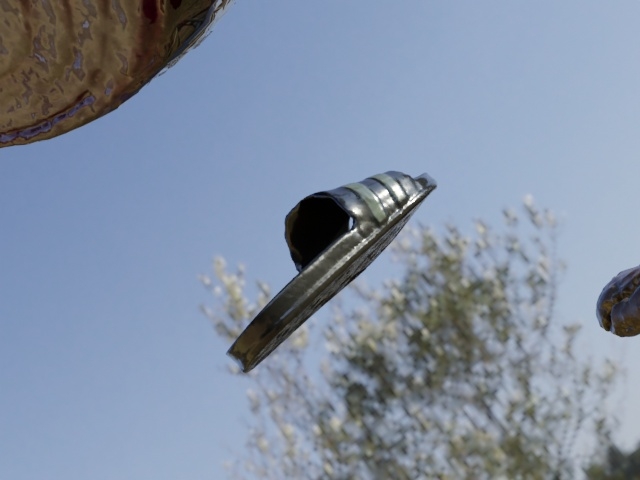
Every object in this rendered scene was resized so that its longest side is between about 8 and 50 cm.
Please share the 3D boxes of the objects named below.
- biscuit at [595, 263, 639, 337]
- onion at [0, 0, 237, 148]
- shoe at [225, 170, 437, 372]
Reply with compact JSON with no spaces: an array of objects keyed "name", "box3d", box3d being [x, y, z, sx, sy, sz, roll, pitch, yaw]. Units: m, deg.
[{"name":"biscuit","box3d":[0.267,0.000,0.841,0.226,0.042,0.226,-25,-4,-2]},{"name":"onion","box3d":[-0.180,-0.229,0.812,0.337,0.282,0.260,-16,36,36]},{"name":"shoe","box3d":[0.000,0.000,0.721,0.179,0.049,0.071,-40,-8,-44]}]
